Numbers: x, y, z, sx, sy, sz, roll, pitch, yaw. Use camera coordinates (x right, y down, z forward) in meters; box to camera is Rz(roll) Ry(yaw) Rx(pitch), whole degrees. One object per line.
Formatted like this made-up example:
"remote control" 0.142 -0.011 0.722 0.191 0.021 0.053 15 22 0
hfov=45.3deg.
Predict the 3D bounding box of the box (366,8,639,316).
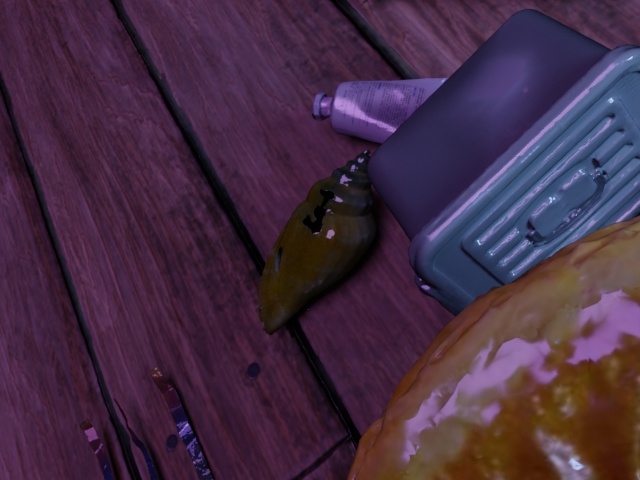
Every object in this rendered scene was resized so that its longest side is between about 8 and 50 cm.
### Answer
"box" 0.160 -0.063 0.627 0.243 0.163 0.135 -46 44 12

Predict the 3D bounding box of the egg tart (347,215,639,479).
"egg tart" 0.233 0.193 0.410 0.443 0.178 0.443 -2 82 12

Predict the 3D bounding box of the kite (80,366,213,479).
"kite" -0.141 0.303 0.764 0.204 0.022 0.360 -38 58 16

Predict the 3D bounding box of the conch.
"conch" -0.001 -0.002 0.765 0.201 0.079 0.095 -45 34 22

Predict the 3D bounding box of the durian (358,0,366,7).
"durian" 0.170 -0.330 0.733 0.352 0.158 0.169 10 89 33

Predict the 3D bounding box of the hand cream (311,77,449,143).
"hand cream" 0.061 -0.133 0.795 0.142 0.053 0.084 9 77 21
